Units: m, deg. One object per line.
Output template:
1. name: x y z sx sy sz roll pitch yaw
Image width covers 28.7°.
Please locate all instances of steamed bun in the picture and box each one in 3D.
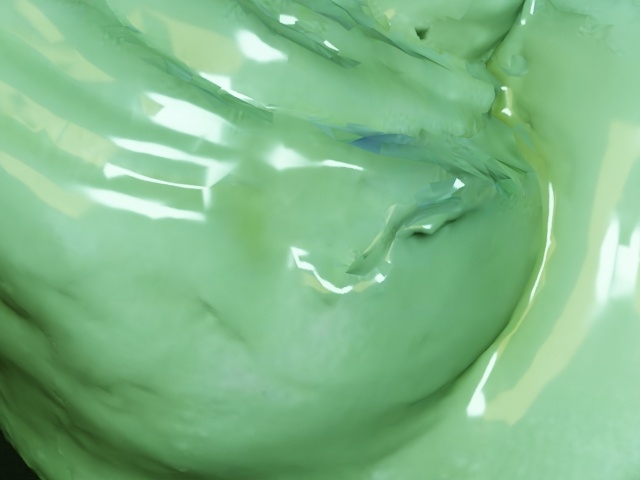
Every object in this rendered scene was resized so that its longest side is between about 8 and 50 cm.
1. steamed bun: 0.000 0.000 0.484 0.339 0.352 0.247 16 97 -1
